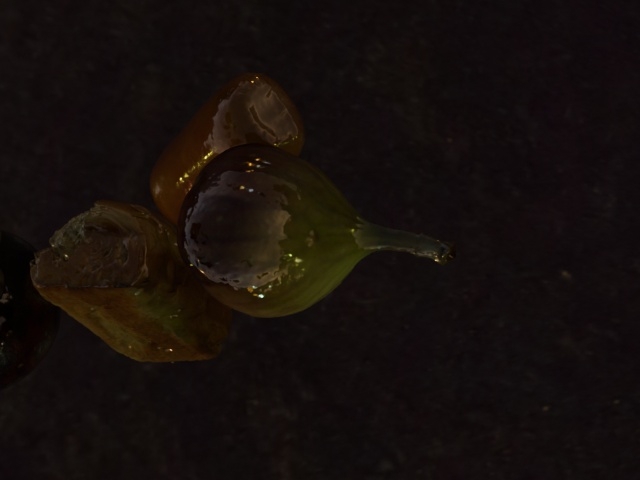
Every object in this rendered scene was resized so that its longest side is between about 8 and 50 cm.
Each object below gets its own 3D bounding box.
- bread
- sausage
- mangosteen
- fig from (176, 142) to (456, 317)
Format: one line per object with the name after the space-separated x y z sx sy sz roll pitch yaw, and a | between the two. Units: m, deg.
-0.243 0.054 1.663 0.195 0.344 0.149 -3 66 15 | bread
-0.103 -0.086 1.269 0.274 0.105 0.105 -34 68 58 | sausage
-0.612 0.102 2.076 0.306 0.359 0.306 -8 57 12 | mangosteen
-0.012 0.012 1.059 0.230 0.160 0.143 29 97 7 | fig
